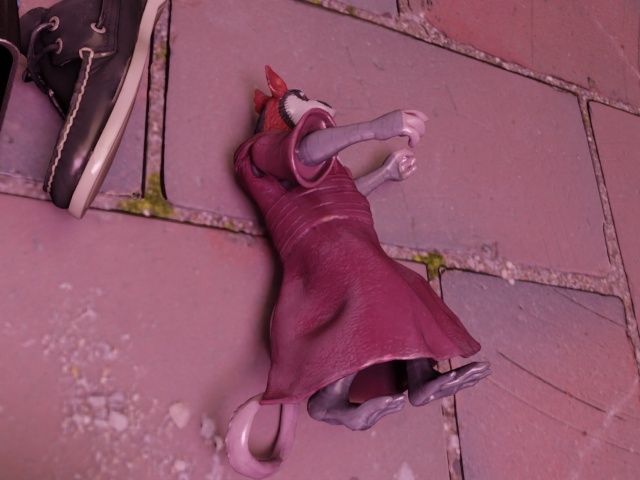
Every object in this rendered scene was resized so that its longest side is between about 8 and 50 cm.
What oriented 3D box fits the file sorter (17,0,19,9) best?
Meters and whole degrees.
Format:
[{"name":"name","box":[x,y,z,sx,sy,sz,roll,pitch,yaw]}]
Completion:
[{"name":"file sorter","box":[-0.330,-0.317,0.635,0.118,0.104,0.170,3,68,-29]}]

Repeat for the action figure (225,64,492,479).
[{"name":"action figure","box":[0.000,0.000,0.684,0.276,0.248,0.370,-31,69,5]}]

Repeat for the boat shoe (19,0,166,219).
[{"name":"boat shoe","box":[-0.212,-0.175,0.629,0.113,0.127,0.339,19,58,-21]}]

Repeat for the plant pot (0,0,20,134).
[{"name":"plant pot","box":[-0.327,-0.159,0.527,0.188,0.187,0.166,12,51,-26]}]
